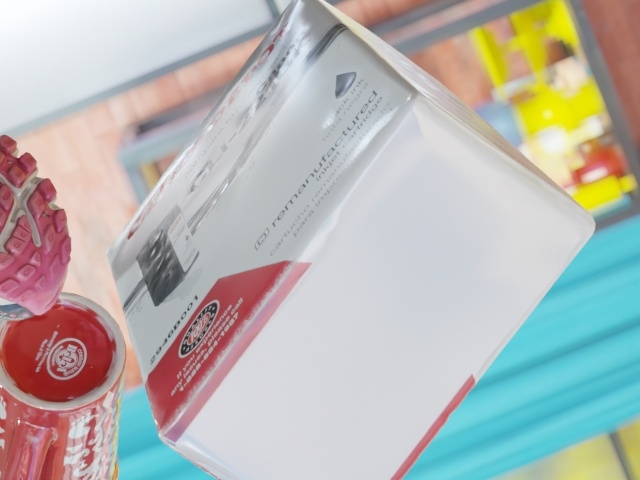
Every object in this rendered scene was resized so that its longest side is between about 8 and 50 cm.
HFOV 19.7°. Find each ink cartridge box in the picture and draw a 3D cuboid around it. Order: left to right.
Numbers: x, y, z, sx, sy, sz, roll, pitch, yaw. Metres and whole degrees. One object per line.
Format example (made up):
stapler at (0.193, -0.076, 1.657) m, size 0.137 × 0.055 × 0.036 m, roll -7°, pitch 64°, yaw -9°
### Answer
ink cartridge box at (0.000, 0.000, 0.946) m, size 0.114 × 0.197 × 0.273 m, roll 35°, pitch -172°, yaw -19°

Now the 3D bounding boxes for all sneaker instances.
sneaker at (-0.275, -0.018, 1.077) m, size 0.121 × 0.299 × 0.112 m, roll -45°, pitch -33°, yaw -47°

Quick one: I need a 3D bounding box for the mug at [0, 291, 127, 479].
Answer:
mug at (-0.181, 0.131, 1.262) m, size 0.169 × 0.113 × 0.150 m, roll 110°, pitch 148°, yaw -54°
